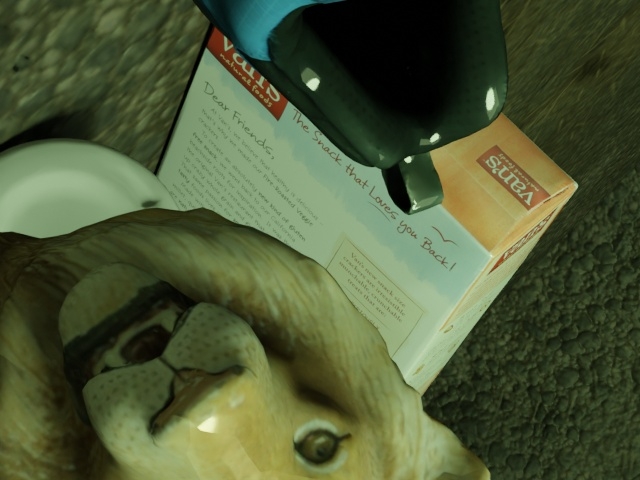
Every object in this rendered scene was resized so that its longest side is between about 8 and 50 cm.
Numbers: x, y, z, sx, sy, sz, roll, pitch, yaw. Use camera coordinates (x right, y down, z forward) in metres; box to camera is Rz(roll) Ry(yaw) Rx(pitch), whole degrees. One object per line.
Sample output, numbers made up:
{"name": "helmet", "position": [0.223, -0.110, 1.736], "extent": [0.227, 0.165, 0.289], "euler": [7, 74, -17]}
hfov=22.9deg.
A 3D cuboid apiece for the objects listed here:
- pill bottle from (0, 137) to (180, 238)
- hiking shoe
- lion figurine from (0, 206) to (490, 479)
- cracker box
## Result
{"name": "pill bottle", "position": [-0.109, 0.039, 0.651], "extent": [0.094, 0.094, 0.169], "euler": [-38, 166, -27]}
{"name": "hiking shoe", "position": [0.016, -0.119, 0.298], "extent": [0.113, 0.132, 0.304], "euler": [-32, 164, -11]}
{"name": "lion figurine", "position": [-0.164, 0.116, 0.396], "extent": [0.392, 0.240, 0.142], "euler": [-45, 168, 5]}
{"name": "cracker box", "position": [0.000, 0.000, 0.730], "extent": [0.067, 0.156, 0.232], "euler": [-36, 165, -35]}
